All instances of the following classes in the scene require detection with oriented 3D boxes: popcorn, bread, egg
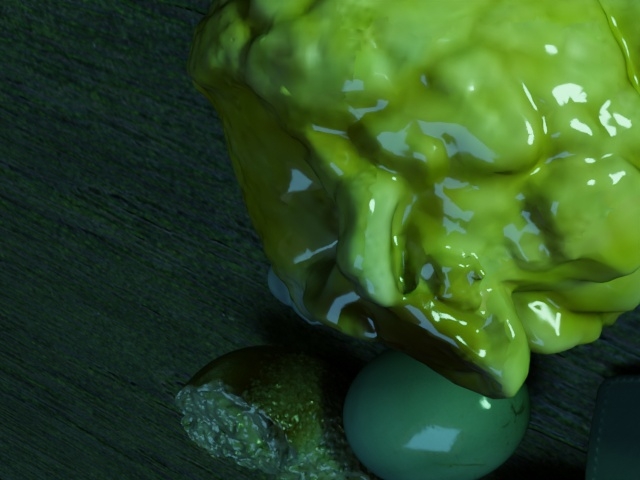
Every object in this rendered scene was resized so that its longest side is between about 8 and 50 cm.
[{"bbox_3d":[0.099,-0.085,0.802,0.354,0.344,0.390,-26,86,6],"label":"popcorn"},{"bbox_3d":[-0.010,0.249,1.277,0.314,0.192,0.171,52,135,-1],"label":"bread"},{"bbox_3d":[0.128,0.193,1.141,0.231,0.168,0.168,-18,115,39],"label":"egg"}]

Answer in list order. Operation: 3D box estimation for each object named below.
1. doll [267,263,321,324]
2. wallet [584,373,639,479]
[{"bbox_3d":[-0.002,0.006,1.112,0.110,0.107,0.180,38,145,33],"label":"doll"},{"bbox_3d":[0.356,0.299,0.968,0.252,0.360,0.083,-5,161,40],"label":"wallet"}]
